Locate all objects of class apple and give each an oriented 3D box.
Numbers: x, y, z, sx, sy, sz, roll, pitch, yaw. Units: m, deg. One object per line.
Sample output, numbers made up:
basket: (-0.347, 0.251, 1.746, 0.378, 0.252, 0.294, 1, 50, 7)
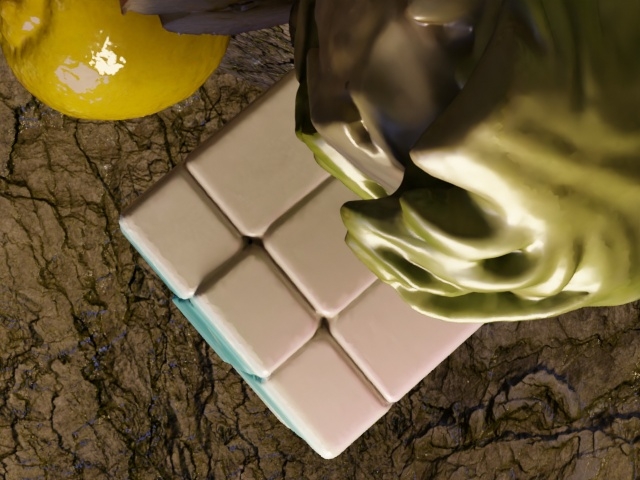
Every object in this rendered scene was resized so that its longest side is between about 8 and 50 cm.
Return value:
apple: (-0.101, -0.340, 1.328, 0.251, 0.163, 0.293, -9, -179, 12)

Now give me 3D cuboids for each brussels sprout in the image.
brussels sprout: (0.176, -0.138, 0.935, 0.361, 0.342, 0.425, 11, -138, -22)

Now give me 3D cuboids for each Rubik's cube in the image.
Rubik's cube: (0.000, 0.000, 1.255, 0.316, 0.319, 0.322, 50, 171, -6)

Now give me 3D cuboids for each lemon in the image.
lemon: (-0.293, -0.330, 1.662, 0.348, 0.348, 0.348, 21, 179, 0)

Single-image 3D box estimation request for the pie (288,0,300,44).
pie: (0.120, -0.254, 1.320, 0.339, 0.077, 0.339, -7, -177, 0)
